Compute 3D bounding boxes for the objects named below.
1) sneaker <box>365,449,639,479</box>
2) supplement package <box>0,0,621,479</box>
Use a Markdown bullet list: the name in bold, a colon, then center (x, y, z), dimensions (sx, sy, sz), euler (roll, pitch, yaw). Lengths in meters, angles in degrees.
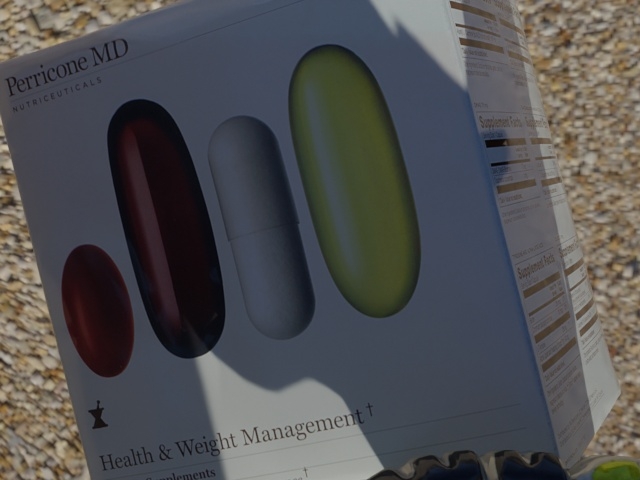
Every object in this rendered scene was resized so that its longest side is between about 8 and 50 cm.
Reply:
- **sneaker**: center (0.116, 0.126, 0.392), dimensions (0.275, 0.110, 0.107), euler (10, 58, -12)
- **supplement package**: center (0.000, 0.000, 0.496), dimensions (0.149, 0.194, 0.203), euler (-13, 88, -68)
